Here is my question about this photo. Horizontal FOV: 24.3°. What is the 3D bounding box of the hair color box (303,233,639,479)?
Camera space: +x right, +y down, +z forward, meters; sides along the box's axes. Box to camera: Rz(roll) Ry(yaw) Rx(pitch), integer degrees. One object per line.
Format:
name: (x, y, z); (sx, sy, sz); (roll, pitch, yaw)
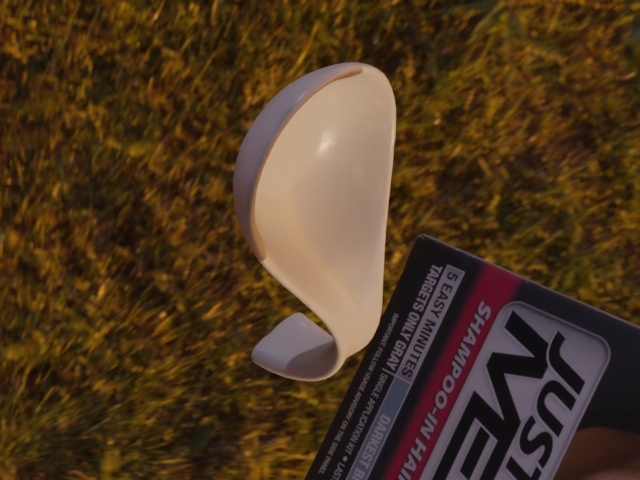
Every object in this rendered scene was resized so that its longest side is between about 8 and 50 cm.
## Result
hair color box: (0.172, 0.150, 0.707); (0.113, 0.374, 0.185); (26, 89, -49)

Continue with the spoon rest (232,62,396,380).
spoon rest: (0.000, 0.000, 0.968); (0.084, 0.276, 0.137); (34, 57, 24)
